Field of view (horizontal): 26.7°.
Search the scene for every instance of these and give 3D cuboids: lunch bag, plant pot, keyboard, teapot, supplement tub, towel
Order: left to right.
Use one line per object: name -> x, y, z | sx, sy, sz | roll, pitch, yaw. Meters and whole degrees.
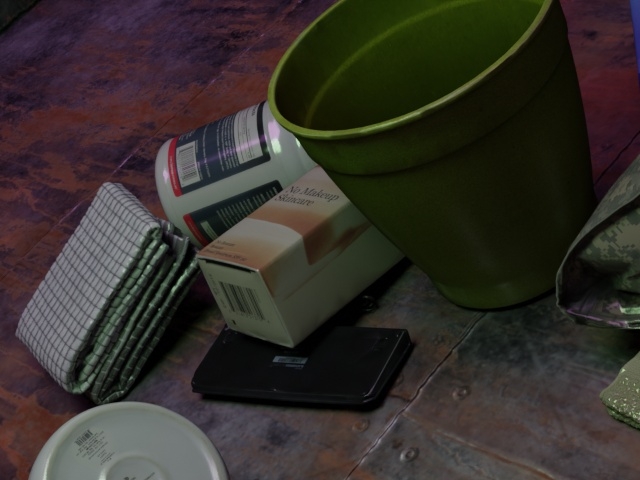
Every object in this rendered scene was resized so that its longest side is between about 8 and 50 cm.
towel -> -0.308, 0.076, 1.977 | 0.284, 0.121, 0.235 | -59, 34, 1
teapot -> -0.231, 0.327, 1.567 | 0.256, 0.187, 0.253 | 4, 53, -17
supplement tub -> -0.092, -0.104, 2.028 | 0.272, 0.191, 0.191 | -20, 34, 18
keyboard -> -0.016, 0.137, 1.788 | 0.317, 0.033, 0.201 | 0, 45, 39
plant pot -> 0.178, -0.117, 1.664 | 0.366, 0.353, 0.366 | -22, 34, 16
towel -> 0.371, 0.159, 1.418 | 0.110, 0.027, 0.148 | -50, 36, -9
lunch bag -> 0.402, -0.031, 1.491 | 0.287, 0.169, 0.235 | -46, -1, 41

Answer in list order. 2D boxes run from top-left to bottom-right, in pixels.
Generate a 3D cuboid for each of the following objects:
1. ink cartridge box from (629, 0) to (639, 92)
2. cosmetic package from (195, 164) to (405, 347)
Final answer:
ink cartridge box -> 0.546, -0.244, 1.725 | 0.270, 0.151, 0.395 | -18, 36, 21
cosmetic package -> 0.000, 0.000, 1.820 | 0.296, 0.129, 0.153 | -38, 29, -30
